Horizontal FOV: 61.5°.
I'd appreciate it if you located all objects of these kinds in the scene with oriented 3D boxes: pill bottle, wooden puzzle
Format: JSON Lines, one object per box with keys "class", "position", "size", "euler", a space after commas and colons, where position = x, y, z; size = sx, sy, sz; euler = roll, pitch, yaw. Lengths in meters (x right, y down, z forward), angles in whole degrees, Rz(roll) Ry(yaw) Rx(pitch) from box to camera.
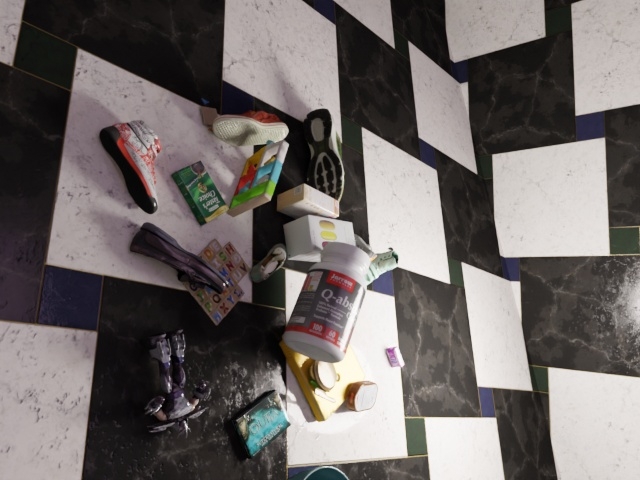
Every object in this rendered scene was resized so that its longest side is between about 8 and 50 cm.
{"class": "pill bottle", "position": [0.031, 0.200, 1.777], "size": [0.210, 0.210, 0.363], "euler": [38, 60, -33]}
{"class": "wooden puzzle", "position": [-0.377, -0.420, 1.833], "size": [0.078, 0.014, 0.116], "euler": [10, 68, -51]}

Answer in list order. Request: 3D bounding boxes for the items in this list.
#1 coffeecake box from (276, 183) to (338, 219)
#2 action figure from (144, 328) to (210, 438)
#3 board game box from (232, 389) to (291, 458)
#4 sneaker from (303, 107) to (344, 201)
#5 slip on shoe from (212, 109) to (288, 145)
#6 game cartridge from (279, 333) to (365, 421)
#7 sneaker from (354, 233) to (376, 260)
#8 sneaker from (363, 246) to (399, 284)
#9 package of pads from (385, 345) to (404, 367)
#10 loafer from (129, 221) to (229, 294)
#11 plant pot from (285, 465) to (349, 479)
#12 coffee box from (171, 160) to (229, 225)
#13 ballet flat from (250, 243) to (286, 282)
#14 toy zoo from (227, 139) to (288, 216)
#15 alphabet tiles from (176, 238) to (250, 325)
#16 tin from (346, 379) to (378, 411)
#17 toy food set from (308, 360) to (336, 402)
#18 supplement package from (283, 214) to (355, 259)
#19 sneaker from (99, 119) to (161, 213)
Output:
{"class": "coffeecake box", "position": [-0.045, -0.127, 1.986], "size": [0.185, 0.142, 0.068], "euler": [23, 59, -42]}
{"class": "action figure", "position": [-0.389, 0.385, 1.428], "size": [0.185, 0.099, 0.285], "euler": [-7, 83, -55]}
{"class": "board game box", "position": [-0.177, 0.558, 1.648], "size": [0.186, 0.026, 0.126], "euler": [-27, 96, -50]}
{"class": "sneaker", "position": [0.044, -0.320, 2.182], "size": [0.182, 0.158, 0.411], "euler": [19, 65, -63]}
{"class": "slip on shoe", "position": [-0.254, -0.406, 1.901], "size": [0.331, 0.123, 0.101], "euler": [-12, 61, -50]}
{"class": "game cartridge", "position": [0.010, 0.420, 1.903], "size": [0.285, 0.052, 0.324], "euler": [-31, 96, -50]}
{"class": "sneaker", "position": [0.141, 0.037, 2.115], "size": [0.121, 0.099, 0.262], "euler": [47, 4, -9]}
{"class": "sneaker", "position": [0.224, 0.111, 2.185], "size": [0.256, 0.151, 0.094], "euler": [-42, 108, -47]}
{"class": "package of pads", "position": [0.306, 0.478, 2.206], "size": [0.032, 0.050, 0.083], "euler": [-22, 92, -50]}
{"class": "loafer", "position": [-0.404, 0.073, 1.539], "size": [0.302, 0.109, 0.095], "euler": [40, 64, -17]}
{"class": "plant pot", "position": [-0.052, 0.808, 1.555], "size": [0.290, 0.195, 0.290], "euler": [21, 60, -42]}
{"class": "coffee box", "position": [-0.377, -0.150, 1.700], "size": [0.113, 0.040, 0.184], "euler": [-38, 104, -49]}
{"class": "ballet flat", "position": [-0.158, 0.073, 1.835], "size": [0.072, 0.068, 0.213], "euler": [59, 41, -14]}
{"class": "toy zoo", "position": [-0.203, -0.225, 1.809], "size": [0.030, 0.192, 0.293], "euler": [39, 48, -33]}
{"class": "alphabet tiles", "position": [-0.316, 0.115, 1.686], "size": [0.198, 0.009, 0.237], "euler": [56, 42, -16]}
{"class": "tin", "position": [0.156, 0.568, 1.969], "size": [0.189, 0.040, 0.106], "euler": [17, 80, -57]}
{"class": "toy food set", "position": [0.006, 0.448, 1.827], "size": [0.132, 0.038, 0.192], "euler": [40, 41, -39]}
{"class": "supplement package", "position": [0.000, 0.000, 1.991], "size": [0.244, 0.133, 0.139], "euler": [7, 70, -47]}
{"class": "sneaker", "position": [-0.502, -0.219, 1.549], "size": [0.145, 0.090, 0.270], "euler": [-36, 100, -46]}
